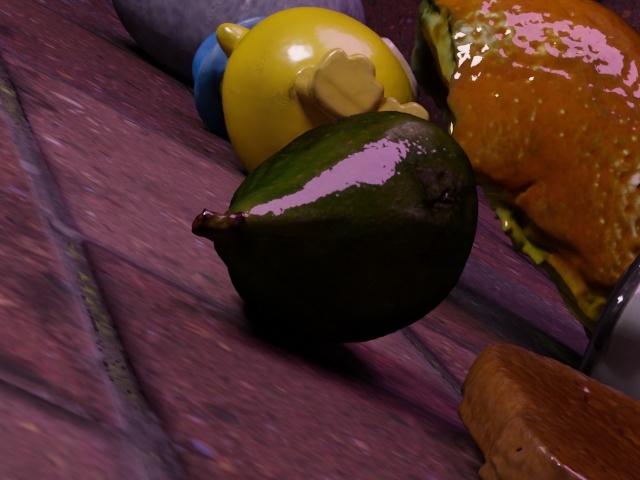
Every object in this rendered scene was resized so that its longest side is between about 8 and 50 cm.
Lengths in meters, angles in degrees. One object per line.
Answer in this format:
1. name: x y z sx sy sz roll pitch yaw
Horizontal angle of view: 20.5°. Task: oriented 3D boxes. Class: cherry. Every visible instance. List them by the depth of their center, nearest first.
1. cherry: -0.093 -0.263 1.811 0.296 0.218 0.255 36 0 -1

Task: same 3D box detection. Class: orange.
1. orange: 0.190 -0.059 1.329 0.334 0.196 0.262 49 -8 2

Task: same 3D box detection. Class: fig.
1. fig: 0.000 0.000 0.812 0.117 0.117 0.177 33 24 18

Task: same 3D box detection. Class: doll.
1. doll: -0.008 -0.101 1.381 0.199 0.145 0.363 43 -5 -16

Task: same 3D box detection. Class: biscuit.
1. biscuit: 0.181 0.138 0.765 0.273 0.049 0.257 28 10 -5

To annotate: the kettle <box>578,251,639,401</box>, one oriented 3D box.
1. kettle: 0.289 0.090 1.112 0.236 0.161 0.221 29 12 14
